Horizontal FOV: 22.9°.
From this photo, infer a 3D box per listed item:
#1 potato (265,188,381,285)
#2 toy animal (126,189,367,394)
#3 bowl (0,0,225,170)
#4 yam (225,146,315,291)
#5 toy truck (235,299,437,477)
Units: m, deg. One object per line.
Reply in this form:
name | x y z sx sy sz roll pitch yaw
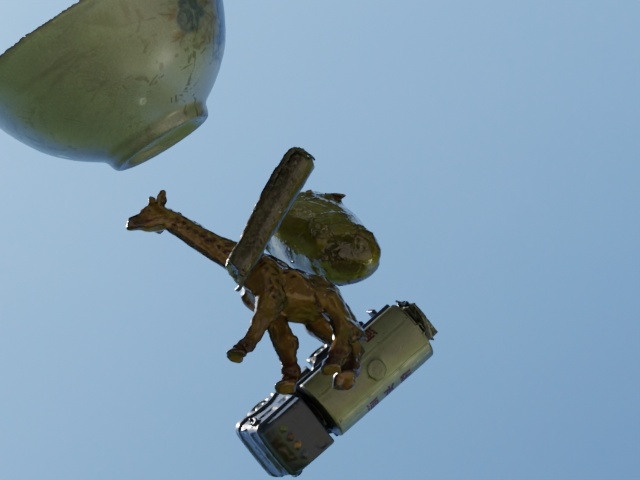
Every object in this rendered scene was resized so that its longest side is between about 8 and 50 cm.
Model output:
potato | 0.000 0.000 1.591 0.105 0.085 0.188 -12 -161 -22
toy animal | -0.059 0.041 1.387 0.149 0.054 0.275 -11 -136 -30
bowl | -0.201 -0.161 1.648 0.313 0.313 0.146 -31 -93 -36
yam | -0.044 -0.019 1.268 0.027 0.033 0.129 22 -118 15
toy truck | 0.022 0.134 1.444 0.201 0.088 0.074 -40 -81 -19
